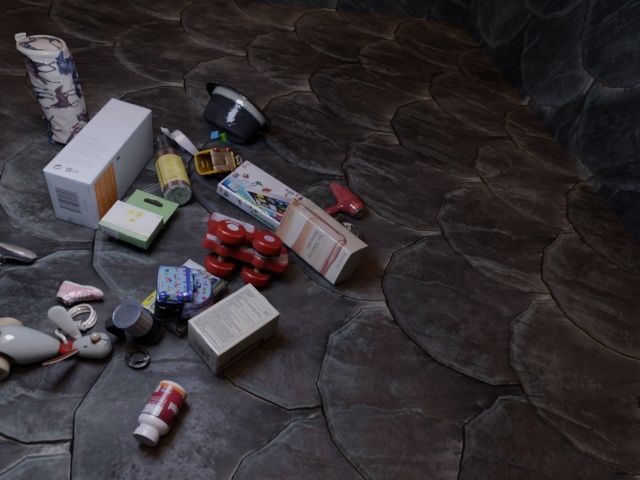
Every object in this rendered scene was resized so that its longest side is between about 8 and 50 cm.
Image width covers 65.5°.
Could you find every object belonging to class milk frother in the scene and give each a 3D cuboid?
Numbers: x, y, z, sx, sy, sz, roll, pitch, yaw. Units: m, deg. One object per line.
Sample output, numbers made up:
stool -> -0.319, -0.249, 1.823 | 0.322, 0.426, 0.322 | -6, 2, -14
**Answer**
milk frother -> -0.528, 0.269, 1.414 | 0.129, 0.134, 0.143 | -32, 57, -7

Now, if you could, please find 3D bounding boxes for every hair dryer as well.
hair dryer -> 0.064, -0.129, 1.971 | 0.224, 0.080, 0.293 | 11, 47, -4

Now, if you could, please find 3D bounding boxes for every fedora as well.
fedora -> -0.382, -0.525, 2.130 | 0.334, 0.334, 0.152 | 30, 79, 13

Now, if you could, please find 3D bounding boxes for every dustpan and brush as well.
dustpan and brush -> -0.573, -0.407, 2.000 | 0.060, 0.211, 0.147 | -45, 68, -9

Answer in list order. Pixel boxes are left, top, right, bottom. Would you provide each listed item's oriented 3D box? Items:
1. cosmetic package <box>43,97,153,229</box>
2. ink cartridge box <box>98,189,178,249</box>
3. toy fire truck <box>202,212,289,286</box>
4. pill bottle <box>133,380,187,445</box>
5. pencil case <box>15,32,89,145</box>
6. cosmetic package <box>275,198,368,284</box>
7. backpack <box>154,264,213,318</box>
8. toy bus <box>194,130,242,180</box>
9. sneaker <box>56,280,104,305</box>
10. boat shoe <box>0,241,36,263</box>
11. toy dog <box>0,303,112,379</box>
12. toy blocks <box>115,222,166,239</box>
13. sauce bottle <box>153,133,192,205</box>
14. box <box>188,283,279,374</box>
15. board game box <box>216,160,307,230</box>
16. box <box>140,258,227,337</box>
cosmetic package -> -0.773, -0.283, 1.791 | 0.161, 0.230, 0.453 | 16, 47, -1
ink cartridge box -> -0.614, -0.092, 1.703 | 0.171, 0.056, 0.235 | 20, 49, 2
toy fire truck -> -0.252, 0.008, 1.714 | 0.302, 0.169, 0.254 | 18, 27, -11
pill bottle -> -0.422, 0.455, 1.310 | 0.086, 0.086, 0.152 | 21, 48, 4
pencil case -> -0.991, -0.559, 1.860 | 0.184, 0.410, 0.160 | 8, 45, 2
cosmetic package -> 0.000, 0.000, 1.769 | 0.296, 0.153, 0.129 | 38, 29, 21
backpack -> -0.403, 0.157, 1.497 | 0.173, 0.117, 0.158 | 7, 39, -17
toy bus -> -0.417, -0.314, 1.991 | 0.104, 0.202, 0.191 | -8, 51, 19
sneaker -> -0.733, 0.171, 1.511 | 0.134, 0.051, 0.070 | 14, 48, 2
boat shoe -> -1.002, 0.041, 1.566 | 0.206, 0.075, 0.065 | 18, 89, -5
toy dog -> -0.758, 0.261, 1.345 | 0.334, 0.161, 0.220 | -18, 55, -28
toy blocks -> -0.622, -0.041, 1.729 | 0.148, 0.054, 0.123 | 8, 47, -8
sauce bottle -> -0.579, -0.283, 1.919 | 0.111, 0.111, 0.344 | -9, 51, -22
box -> -0.261, 0.263, 1.498 | 0.232, 0.127, 0.148 | -31, 62, -35
board game box -> -0.221, -0.172, 1.932 | 0.305, 0.053, 0.193 | 33, 49, 7
box -> -0.430, 0.179, 1.585 | 0.159, 0.044, 0.233 | 30, 48, 12
